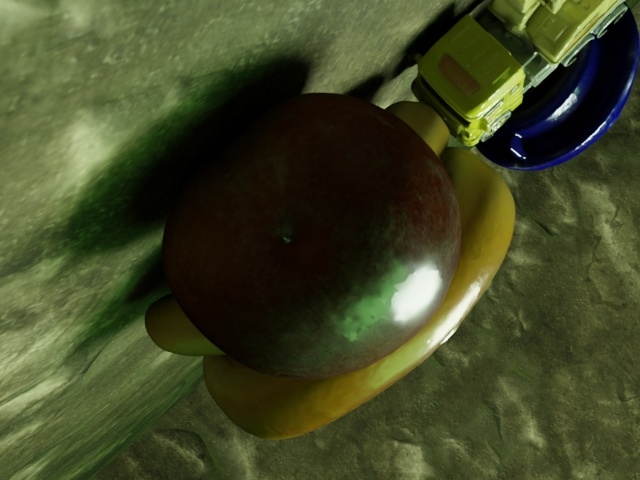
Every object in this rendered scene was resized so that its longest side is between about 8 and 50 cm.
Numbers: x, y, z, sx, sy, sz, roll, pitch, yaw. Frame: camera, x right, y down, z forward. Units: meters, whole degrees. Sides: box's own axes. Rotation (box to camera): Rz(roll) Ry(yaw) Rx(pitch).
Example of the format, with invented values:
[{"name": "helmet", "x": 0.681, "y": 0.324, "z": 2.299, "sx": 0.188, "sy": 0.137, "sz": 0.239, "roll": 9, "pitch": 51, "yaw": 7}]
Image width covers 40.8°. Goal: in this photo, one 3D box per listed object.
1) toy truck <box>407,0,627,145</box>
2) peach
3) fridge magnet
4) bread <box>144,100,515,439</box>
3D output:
[{"name": "toy truck", "x": 0.229, "y": -0.242, "z": 0.965, "sx": 0.272, "sy": 0.124, "sz": 0.157, "roll": -43, "pitch": 168, "yaw": 2}, {"name": "peach", "x": -0.004, "y": 0.000, "z": 0.724, "sx": 0.252, "sy": 0.252, "sz": 0.252, "roll": -41, "pitch": 175, "yaw": -5}, {"name": "fridge magnet", "x": 0.290, "y": -0.221, "z": 1.131, "sx": 0.112, "sy": 0.266, "sz": 0.265, "roll": 21, "pitch": 127, "yaw": -39}, {"name": "bread", "x": 0.016, "y": 0.028, "z": 1.017, "sx": 0.424, "sy": 0.245, "sz": 0.329, "roll": -40, "pitch": -174, "yaw": 5}]
